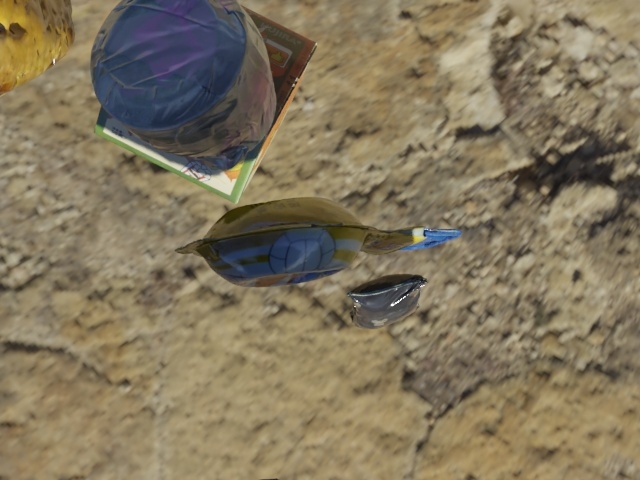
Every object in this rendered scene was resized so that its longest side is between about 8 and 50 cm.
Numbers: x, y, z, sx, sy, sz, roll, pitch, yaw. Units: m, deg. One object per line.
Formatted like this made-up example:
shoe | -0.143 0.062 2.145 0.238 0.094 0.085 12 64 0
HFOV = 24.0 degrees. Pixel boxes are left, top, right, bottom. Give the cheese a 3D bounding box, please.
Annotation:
cheese | 0.000 0.000 1.394 0.177 0.270 0.069 -22 73 61

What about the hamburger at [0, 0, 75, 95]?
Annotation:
hamburger | -0.240 -0.194 0.703 0.174 0.284 0.304 -4 92 22

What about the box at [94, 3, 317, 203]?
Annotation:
box | -0.135 -0.184 1.785 0.195 0.177 0.148 27 141 -1

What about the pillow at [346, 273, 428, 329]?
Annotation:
pillow | 0.077 0.073 1.791 0.090 0.150 0.048 -27 77 -6

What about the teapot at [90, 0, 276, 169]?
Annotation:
teapot | -0.141 -0.173 1.502 0.163 0.178 0.221 -45 63 -2

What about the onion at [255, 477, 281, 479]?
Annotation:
onion | -0.047 0.367 1.219 0.353 0.353 0.354 7 109 19
